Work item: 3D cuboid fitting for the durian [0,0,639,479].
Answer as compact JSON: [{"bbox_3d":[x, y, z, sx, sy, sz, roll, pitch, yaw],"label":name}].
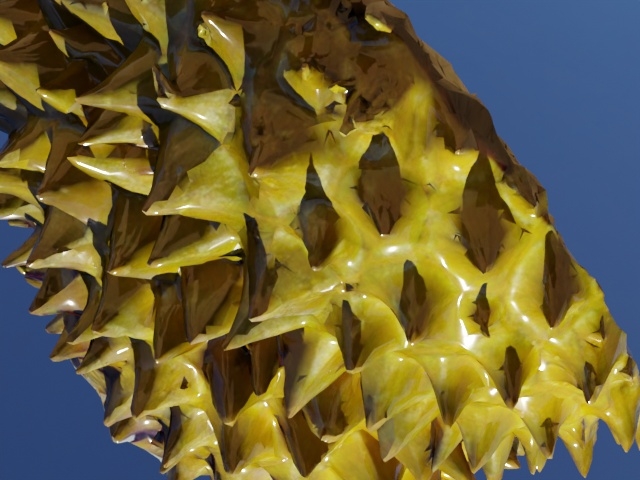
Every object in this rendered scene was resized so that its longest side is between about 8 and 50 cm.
[{"bbox_3d":[-0.011,0.002,0.490,0.249,0.138,0.183,57,-175,-44],"label":"durian"}]
